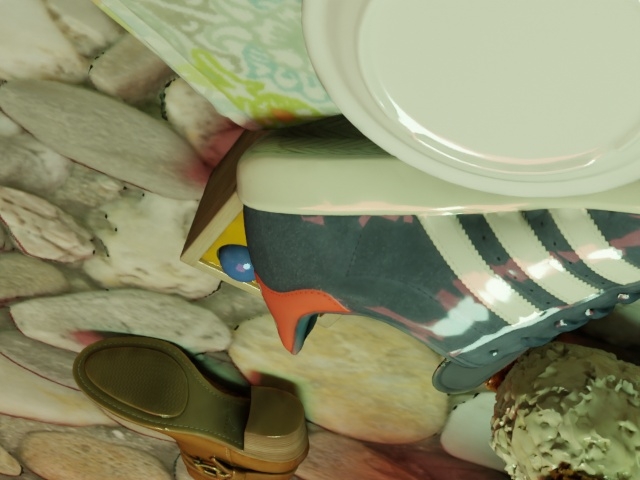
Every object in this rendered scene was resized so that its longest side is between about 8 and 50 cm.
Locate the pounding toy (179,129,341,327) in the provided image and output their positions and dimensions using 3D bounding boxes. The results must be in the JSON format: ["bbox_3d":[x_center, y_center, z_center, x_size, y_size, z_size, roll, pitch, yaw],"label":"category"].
[{"bbox_3d":[0.000,0.000,1.100,0.141,0.100,0.130,26,148,-12],"label":"pounding toy"}]

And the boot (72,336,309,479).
[{"bbox_3d":[-0.107,0.154,1.427,0.197,0.073,0.152,19,153,4],"label":"boot"}]

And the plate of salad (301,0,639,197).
[{"bbox_3d":[0.090,-0.095,0.804,0.200,0.048,0.200,9,139,8],"label":"plate of salad"}]

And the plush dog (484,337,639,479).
[{"bbox_3d":[0.212,0.151,1.153,0.225,0.262,0.210,24,116,-28],"label":"plush dog"}]

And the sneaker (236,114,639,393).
[{"bbox_3d":[0.129,0.012,0.964,0.350,0.131,0.148,3,110,18],"label":"sneaker"}]

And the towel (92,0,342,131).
[{"bbox_3d":[-0.004,-0.199,0.811,0.374,0.090,0.320,-14,139,41],"label":"towel"}]
